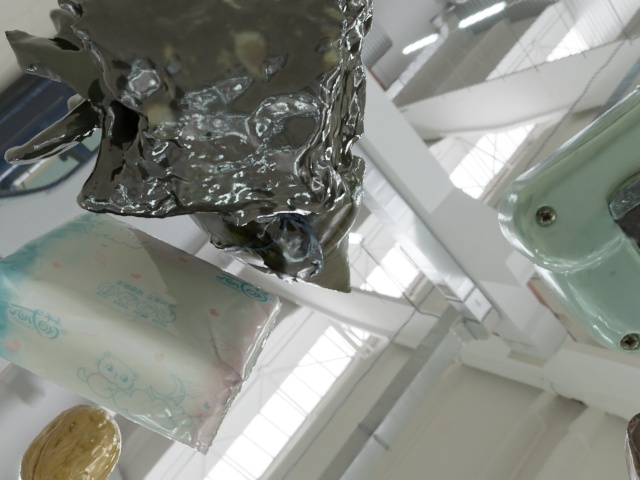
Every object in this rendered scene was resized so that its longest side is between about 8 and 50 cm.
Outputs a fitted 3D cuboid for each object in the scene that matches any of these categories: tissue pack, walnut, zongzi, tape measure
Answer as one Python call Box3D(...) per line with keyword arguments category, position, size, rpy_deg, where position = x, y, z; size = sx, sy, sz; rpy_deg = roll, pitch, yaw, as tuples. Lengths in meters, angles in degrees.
Box3D(category="tissue pack", position=(-0.198, 0.086, 0.627), size=(0.201, 0.271, 0.124), rpy_deg=(-63, 179, -64))
Box3D(category="walnut", position=(-0.492, 0.427, 1.121), size=(0.165, 0.165, 0.197), rpy_deg=(-31, -167, 29))
Box3D(category="zongzi", position=(0.000, 0.000, 0.766), size=(0.208, 0.432, 0.403), rpy_deg=(-47, -151, -7))
Box3D(category="tape measure", position=(0.322, -0.030, 0.545), size=(0.243, 0.246, 0.125), rpy_deg=(-39, 179, 10))

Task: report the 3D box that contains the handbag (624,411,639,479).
Box3D(category="handbag", position=(0.568, 0.345, 0.786), size=(0.251, 0.193, 0.190), rpy_deg=(-12, -142, 10))

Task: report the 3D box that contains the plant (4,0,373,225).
Box3D(category="plant", position=(-0.103, -0.125, 0.431), size=(0.276, 0.188, 0.199), rpy_deg=(9, -131, 15))
